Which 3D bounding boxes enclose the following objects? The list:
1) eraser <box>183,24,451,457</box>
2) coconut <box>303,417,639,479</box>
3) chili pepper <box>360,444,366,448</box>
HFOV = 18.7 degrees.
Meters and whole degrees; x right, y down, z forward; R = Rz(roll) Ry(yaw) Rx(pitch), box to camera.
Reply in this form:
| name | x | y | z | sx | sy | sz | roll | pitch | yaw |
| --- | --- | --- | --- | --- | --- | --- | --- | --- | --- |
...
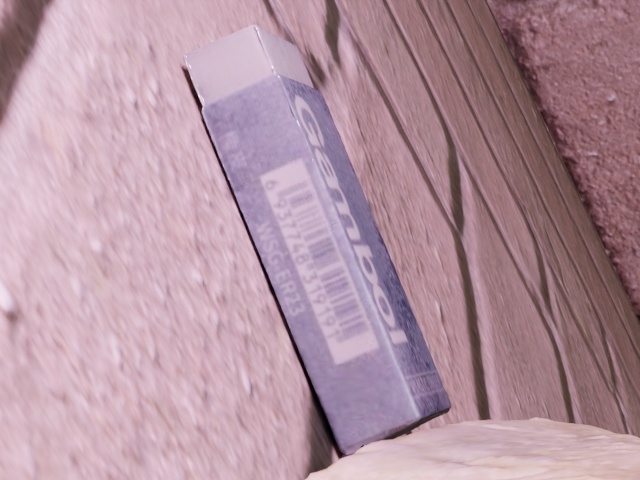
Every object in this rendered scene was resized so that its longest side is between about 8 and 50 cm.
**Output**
| name | x | y | z | sx | sy | sz | roll | pitch | yaw |
| --- | --- | --- | --- | --- | --- | --- | --- | --- | --- |
| eraser | 0.000 | 0.000 | 0.971 | 0.212 | 0.046 | 0.092 | 68 | 12 | 6 |
| coconut | 0.075 | 0.172 | 0.554 | 0.259 | 0.259 | 0.259 | 61 | 13 | -24 |
| chili pepper | 0.039 | 0.180 | 0.799 | 0.088 | 0.059 | 0.227 | 56 | 19 | -25 |
